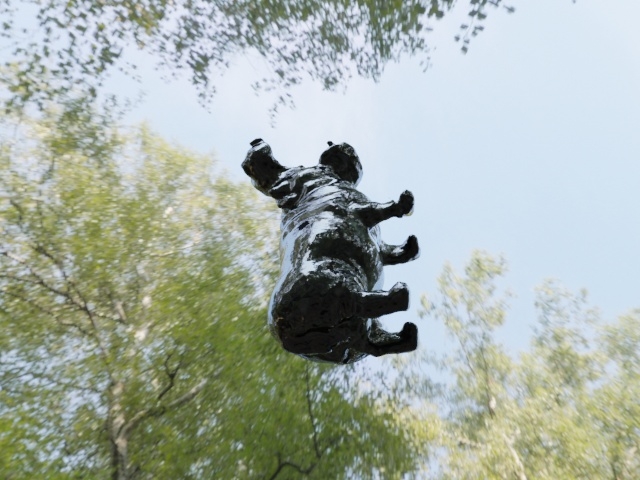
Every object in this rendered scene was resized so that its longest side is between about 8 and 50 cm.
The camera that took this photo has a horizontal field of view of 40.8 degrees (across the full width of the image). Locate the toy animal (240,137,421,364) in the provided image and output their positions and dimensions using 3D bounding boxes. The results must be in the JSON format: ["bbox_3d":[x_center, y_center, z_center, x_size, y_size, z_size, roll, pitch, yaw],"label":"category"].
[{"bbox_3d":[0.015,-0.007,0.896,0.168,0.343,0.106,-14,-53,0],"label":"toy animal"}]
